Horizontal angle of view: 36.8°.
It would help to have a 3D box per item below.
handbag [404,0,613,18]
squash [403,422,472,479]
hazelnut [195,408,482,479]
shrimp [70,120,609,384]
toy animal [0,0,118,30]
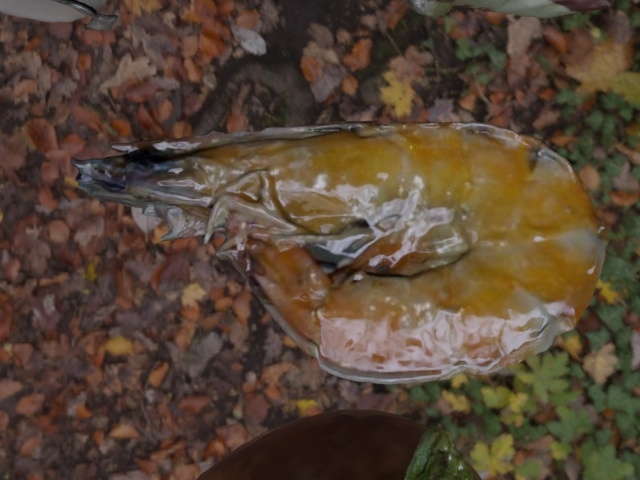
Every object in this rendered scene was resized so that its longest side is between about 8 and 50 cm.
[{"bbox_3d":[0.098,-0.251,0.789,0.212,0.235,0.127,7,111,-28],"label":"handbag"},{"bbox_3d":[0.068,0.184,0.595,0.105,0.105,0.132,16,92,-24],"label":"squash"},{"bbox_3d":[0.026,0.359,0.858,0.352,0.421,0.421,19,116,-19],"label":"hazelnut"},{"bbox_3d":[0.000,0.000,0.547,0.316,0.164,0.062,5,147,11],"label":"shrimp"},{"bbox_3d":[-0.213,-0.218,0.628,0.325,0.208,0.154,11,81,-58],"label":"toy animal"}]
